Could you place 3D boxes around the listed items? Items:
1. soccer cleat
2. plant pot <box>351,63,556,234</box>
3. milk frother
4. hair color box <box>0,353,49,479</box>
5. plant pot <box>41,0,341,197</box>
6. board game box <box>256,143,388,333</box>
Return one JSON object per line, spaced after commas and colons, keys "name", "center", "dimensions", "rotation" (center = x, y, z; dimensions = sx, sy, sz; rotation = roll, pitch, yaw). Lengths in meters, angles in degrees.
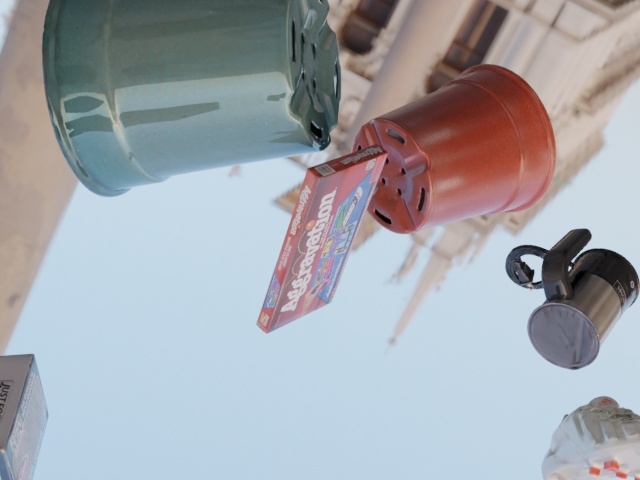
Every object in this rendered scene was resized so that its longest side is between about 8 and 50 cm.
{"name": "soccer cleat", "center": [0.229, 0.153, 0.946], "dimensions": [0.068, 0.196, 0.076], "rotation": [19, -112, -13]}
{"name": "plant pot", "center": [0.213, -0.141, 2.091], "dimensions": [0.265, 0.272, 0.272], "rotation": [-21, -131, -35]}
{"name": "milk frother", "center": [0.263, 0.067, 1.377], "dimensions": [0.129, 0.143, 0.134], "rotation": [57, -138, -5]}
{"name": "hair color box", "center": [-0.497, 0.227, 1.370], "dimensions": [0.347, 0.105, 0.174], "rotation": [-4, -147, 2]}
{"name": "plant pot", "center": [-0.161, -0.240, 1.728], "dimensions": [0.334, 0.341, 0.341], "rotation": [-3, -164, 16]}
{"name": "board game box", "center": [0.000, 0.000, 1.714], "dimensions": [0.145, 0.281, 0.027], "rotation": [-22, -127, -43]}
